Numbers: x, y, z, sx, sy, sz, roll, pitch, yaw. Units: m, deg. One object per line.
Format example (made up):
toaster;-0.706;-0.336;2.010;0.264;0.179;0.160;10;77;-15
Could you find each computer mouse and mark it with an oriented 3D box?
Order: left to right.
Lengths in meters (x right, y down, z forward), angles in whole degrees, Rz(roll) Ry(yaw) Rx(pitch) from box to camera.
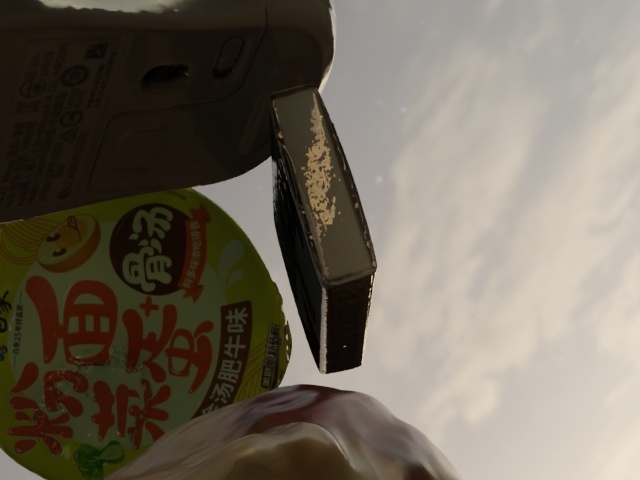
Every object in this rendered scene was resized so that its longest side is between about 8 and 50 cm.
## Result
computer mouse;-0.133;-0.106;0.761;0.297;0.121;0.184;-10;-31;-27

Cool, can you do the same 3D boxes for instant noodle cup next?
instant noodle cup;-0.178;0.090;1.378;0.311;0.311;0.221;-52;-4;0

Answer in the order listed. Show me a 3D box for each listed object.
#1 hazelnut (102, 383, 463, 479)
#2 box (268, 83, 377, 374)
hazelnut;-0.031;0.164;0.521;0.261;0.261;0.241;-31;-28;-37
box;0.000;0.000;0.792;0.036;0.115;0.177;-16;-19;-6
